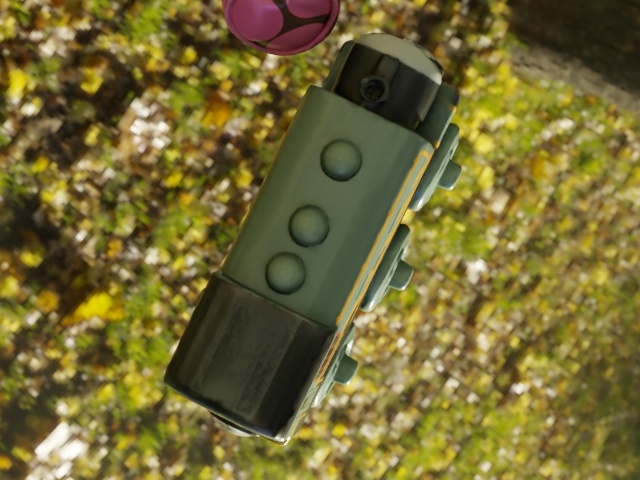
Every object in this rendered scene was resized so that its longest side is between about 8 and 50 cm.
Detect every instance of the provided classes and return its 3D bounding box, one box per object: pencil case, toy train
[{"bbox_3d":[-0.035,-0.245,1.018,0.098,0.209,0.095,15,141,-26],"label":"pencil case"},{"bbox_3d":[0.000,0.000,1.017,0.334,0.142,0.190,-63,174,3],"label":"toy train"}]
